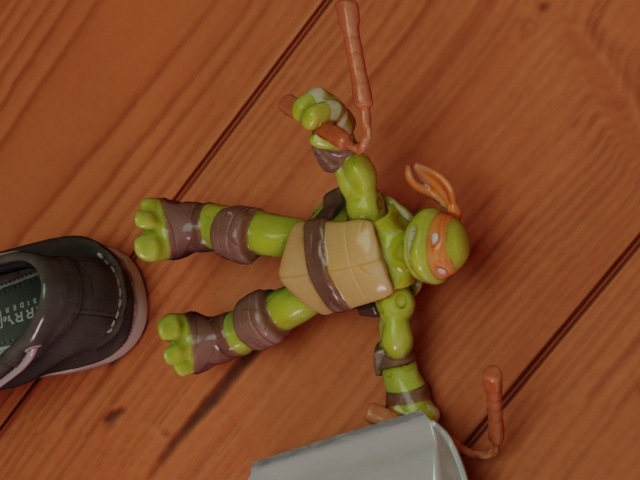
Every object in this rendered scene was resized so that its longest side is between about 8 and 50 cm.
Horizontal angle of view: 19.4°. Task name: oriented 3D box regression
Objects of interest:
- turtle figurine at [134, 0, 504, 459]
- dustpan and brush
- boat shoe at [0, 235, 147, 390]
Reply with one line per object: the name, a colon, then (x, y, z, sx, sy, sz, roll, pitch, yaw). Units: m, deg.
turtle figurine: (0.000, 0.000, 1.061, 0.217, 0.087, 0.269, -8, 110, 34)
dustpan and brush: (0.039, 0.215, 1.047, 0.147, 0.060, 0.211, -22, 67, 38)
boat shoe: (-0.269, 0.073, 1.205, 0.335, 0.095, 0.112, -22, 74, 25)
